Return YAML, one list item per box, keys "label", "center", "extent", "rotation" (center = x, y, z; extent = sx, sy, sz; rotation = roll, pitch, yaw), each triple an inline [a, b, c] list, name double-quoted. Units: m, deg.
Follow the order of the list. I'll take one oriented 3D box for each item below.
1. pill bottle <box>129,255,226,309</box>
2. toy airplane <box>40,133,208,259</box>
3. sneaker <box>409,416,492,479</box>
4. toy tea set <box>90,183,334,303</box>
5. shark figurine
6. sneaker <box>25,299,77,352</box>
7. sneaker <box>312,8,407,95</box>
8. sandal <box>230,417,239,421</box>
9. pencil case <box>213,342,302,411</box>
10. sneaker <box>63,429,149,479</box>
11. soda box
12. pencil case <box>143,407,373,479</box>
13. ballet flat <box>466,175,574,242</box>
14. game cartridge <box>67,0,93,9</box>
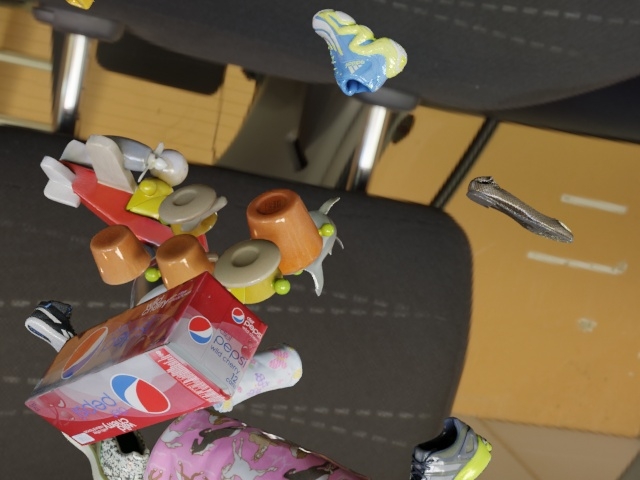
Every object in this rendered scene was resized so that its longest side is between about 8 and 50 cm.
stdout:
- label: "pill bottle"
  center: [-0.213, 0.130, 1.239]
  extent: [0.176, 0.176, 0.318]
  rotation: [10, -169, -14]
- label: "toy airplane"
  center: [-0.422, -0.111, 1.764]
  extent: [0.386, 0.272, 0.384]
  rotation: [19, 153, 55]
- label: "sneaker"
  center: [0.212, 0.477, 1.572]
  extent: [0.121, 0.300, 0.111]
  rotation: [52, 155, -17]
- label: "toy tea set"
  center: [-0.150, 0.023, 1.085]
  extent: [0.336, 0.124, 0.200]
  rotation: [6, -136, 31]
- label: "shark figurine"
  center: [0.017, 0.004, 2.000]
  extent: [0.116, 0.166, 0.278]
  rotation: [48, -163, -31]
- label: "sneaker"
  center: [-0.708, 0.249, 2.211]
  extent: [0.217, 0.079, 0.121]
  rotation: [46, -138, -24]
- label: "sneaker"
  center: [0.047, -0.359, 1.520]
  extent: [0.240, 0.126, 0.091]
  rotation: [34, 176, 37]
- label: "sandal"
  center: [-0.260, 0.594, 1.685]
  extent: [0.107, 0.445, 0.167]
  rotation: [13, -175, 12]
- label: "pencil case"
  center: [-0.181, 0.367, 2.131]
  extent: [0.273, 0.113, 0.124]
  rotation: [-15, -109, -37]
- label: "sneaker"
  center: [-0.507, 0.443, 1.908]
  extent: [0.158, 0.182, 0.410]
  rotation: [-3, -144, -45]
- label: "soda box"
  center: [-0.176, 0.122, 0.767]
  extent: [0.083, 0.263, 0.092]
  rotation: [46, -136, -22]
- label: "pencil case"
  center: [-0.060, 0.345, 1.013]
  extent: [0.386, 0.160, 0.167]
  rotation: [13, -126, 41]
- label: "ballet flat"
  center: [0.416, -0.065, 1.615]
  extent: [0.250, 0.058, 0.084]
  rotation: [26, 171, -6]
- label: "game cartridge"
  center: [-0.386, -0.595, 1.300]
  extent: [0.053, 0.323, 0.285]
  rotation: [20, 168, 12]
